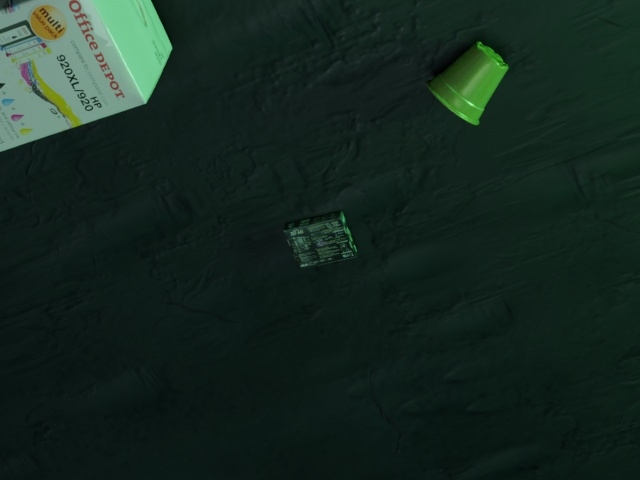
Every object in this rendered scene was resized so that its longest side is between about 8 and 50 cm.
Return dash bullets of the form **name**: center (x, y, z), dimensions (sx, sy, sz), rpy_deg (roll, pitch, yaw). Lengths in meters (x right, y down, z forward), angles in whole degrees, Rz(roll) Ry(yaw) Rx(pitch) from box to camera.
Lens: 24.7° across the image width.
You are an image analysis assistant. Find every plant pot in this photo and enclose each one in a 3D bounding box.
- **plant pot**: center (0.186, -0.197, 1.783), dimensions (0.083, 0.083, 0.079), rpy_deg (35, 110, -15)

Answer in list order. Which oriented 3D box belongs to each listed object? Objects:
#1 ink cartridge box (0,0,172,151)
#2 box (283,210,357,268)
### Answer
- **ink cartridge box**: center (-0.328, -0.238, 1.763), dimensions (0.233, 0.168, 0.171), rpy_deg (-16, 120, 17)
- **box**: center (0.000, 0.000, 1.972), dimensions (0.083, 0.018, 0.067), rpy_deg (-14, 121, 16)
